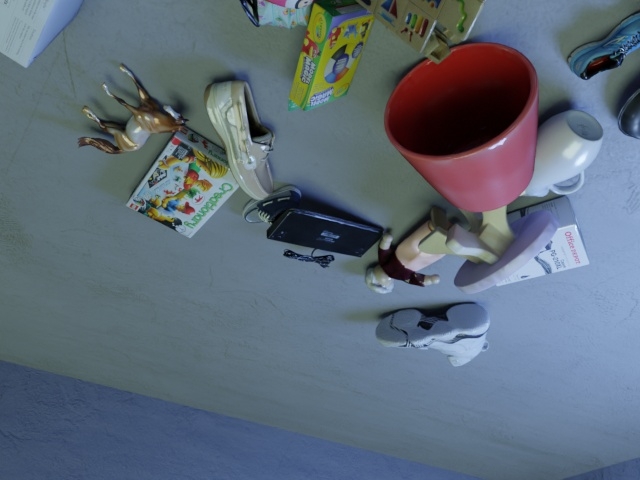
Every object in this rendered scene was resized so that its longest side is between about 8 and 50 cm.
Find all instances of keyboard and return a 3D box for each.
[{"bbox_3d":[0.000,0.000,1.308,0.318,0.033,0.201,13,135,-35],"label":"keyboard"}]

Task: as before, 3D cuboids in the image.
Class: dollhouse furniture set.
[{"bbox_3d":[0.215,-0.423,0.839,0.161,0.101,0.182,10,146,-44],"label":"dollhouse furniture set"}]

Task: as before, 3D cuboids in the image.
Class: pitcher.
[{"bbox_3d":[0.516,-0.172,1.047,0.178,0.125,0.207,8,150,-10],"label":"pitcher"}]

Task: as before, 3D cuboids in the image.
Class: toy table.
[{"bbox_3d":[0.367,-0.014,1.117,0.161,0.252,0.274,40,116,-6],"label":"toy table"}]

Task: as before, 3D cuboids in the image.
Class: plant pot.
[{"bbox_3d":[0.293,-0.197,0.954,0.275,0.274,0.243,-16,145,25],"label":"plant pot"}]

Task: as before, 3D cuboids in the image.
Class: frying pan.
[{"bbox_3d":[0.666,-0.291,0.895,0.198,0.053,0.326,-15,148,11],"label":"frying pan"}]

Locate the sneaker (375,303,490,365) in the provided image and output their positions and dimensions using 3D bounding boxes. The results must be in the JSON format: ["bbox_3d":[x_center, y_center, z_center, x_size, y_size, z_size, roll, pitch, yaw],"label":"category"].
[{"bbox_3d":[0.378,0.328,1.626,0.367,0.137,0.210,-11,134,15],"label":"sneaker"}]

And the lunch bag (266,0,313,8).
[{"bbox_3d":[-0.046,-0.467,0.649,0.259,0.292,0.120,18,171,-11],"label":"lunch bag"}]

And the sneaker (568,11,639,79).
[{"bbox_3d":[0.536,-0.339,0.879,0.162,0.073,0.063,-30,128,34],"label":"sneaker"}]

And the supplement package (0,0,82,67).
[{"bbox_3d":[-0.451,-0.453,0.779,0.145,0.203,0.262,34,132,-27],"label":"supplement package"}]

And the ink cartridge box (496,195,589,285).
[{"bbox_3d":[0.538,0.008,1.261,0.238,0.100,0.172,-19,134,27],"label":"ink cartridge box"}]

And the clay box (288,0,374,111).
[{"bbox_3d":[0.018,-0.334,0.914,0.053,0.128,0.222,43,142,18],"label":"clay box"}]

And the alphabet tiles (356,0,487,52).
[{"bbox_3d":[0.154,-0.462,0.686,0.285,0.011,0.342,48,142,21],"label":"alphabet tiles"}]

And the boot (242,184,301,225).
[{"bbox_3d":[-0.134,-0.072,1.270,0.190,0.086,0.069,-25,130,32],"label":"boot"}]

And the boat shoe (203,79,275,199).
[{"bbox_3d":[-0.154,-0.214,1.096,0.098,0.109,0.302,-6,132,16],"label":"boat shoe"}]

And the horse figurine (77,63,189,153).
[{"bbox_3d":[-0.432,-0.266,1.104,0.263,0.066,0.174,-29,122,32],"label":"horse figurine"}]

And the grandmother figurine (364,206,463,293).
[{"bbox_3d":[0.245,0.054,1.366,0.208,0.104,0.342,47,134,-3],"label":"grandmother figurine"}]

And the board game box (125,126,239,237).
[{"bbox_3d":[-0.343,-0.137,1.248,0.193,0.053,0.305,29,134,-25],"label":"board game box"}]

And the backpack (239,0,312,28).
[{"bbox_3d":[-0.068,-0.435,0.801,0.115,0.151,0.182,10,150,5],"label":"backpack"}]
